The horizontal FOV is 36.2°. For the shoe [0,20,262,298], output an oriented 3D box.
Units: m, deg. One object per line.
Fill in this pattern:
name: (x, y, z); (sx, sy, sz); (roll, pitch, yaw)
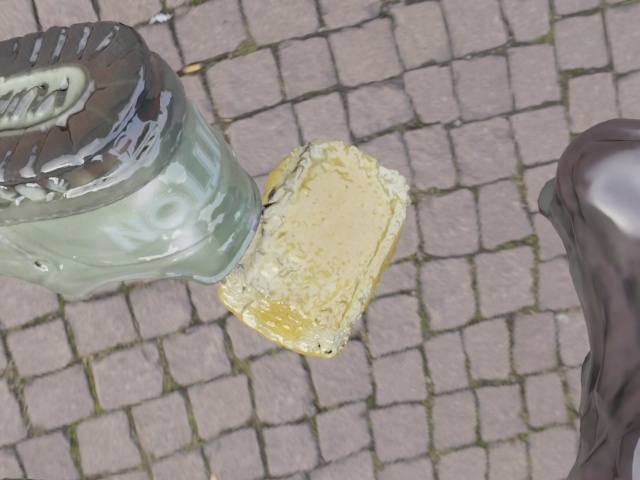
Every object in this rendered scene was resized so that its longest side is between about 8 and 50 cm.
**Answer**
shoe: (-0.161, -0.021, 0.497); (0.149, 0.293, 0.109); (48, 52, -45)

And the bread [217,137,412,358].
bread: (0.000, 0.000, 1.087); (0.174, 0.121, 0.245); (31, 61, -12)

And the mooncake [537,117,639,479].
mooncake: (0.316, 0.067, 0.646); (0.351, 0.212, 0.381); (-12, 68, 7)

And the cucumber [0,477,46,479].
cucumber: (-0.131, 0.142, 0.498); (0.155, 0.037, 0.037); (2, 98, 30)
